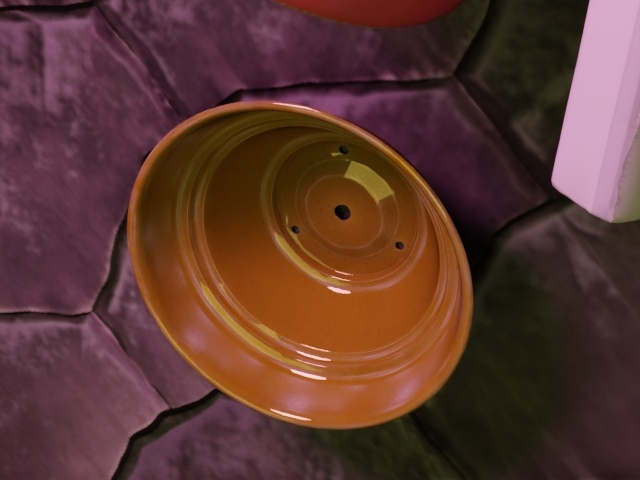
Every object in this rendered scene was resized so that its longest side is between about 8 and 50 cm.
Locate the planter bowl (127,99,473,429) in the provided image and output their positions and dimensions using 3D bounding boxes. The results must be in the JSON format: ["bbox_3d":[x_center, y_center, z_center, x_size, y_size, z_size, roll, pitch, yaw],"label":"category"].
[{"bbox_3d":[0.000,0.000,0.931,0.217,0.090,0.217,11,121,19],"label":"planter bowl"}]

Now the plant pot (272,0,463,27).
[{"bbox_3d":[0.034,-0.244,0.662,0.275,0.275,0.243,35,126,3],"label":"plant pot"}]

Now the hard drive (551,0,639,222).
[{"bbox_3d":[0.208,-0.192,0.579,0.047,0.233,0.353,39,137,36],"label":"hard drive"}]
